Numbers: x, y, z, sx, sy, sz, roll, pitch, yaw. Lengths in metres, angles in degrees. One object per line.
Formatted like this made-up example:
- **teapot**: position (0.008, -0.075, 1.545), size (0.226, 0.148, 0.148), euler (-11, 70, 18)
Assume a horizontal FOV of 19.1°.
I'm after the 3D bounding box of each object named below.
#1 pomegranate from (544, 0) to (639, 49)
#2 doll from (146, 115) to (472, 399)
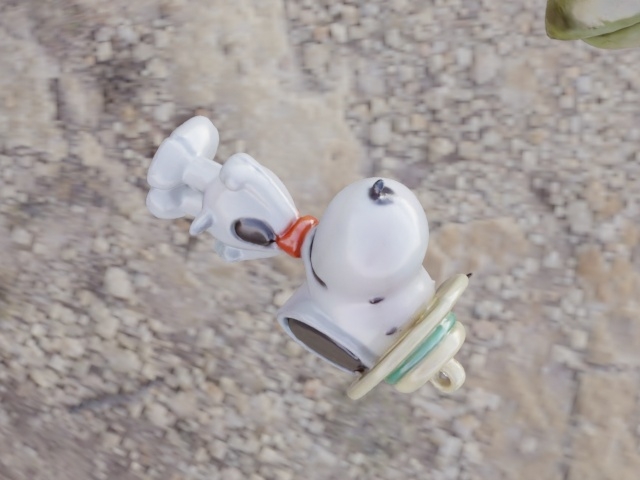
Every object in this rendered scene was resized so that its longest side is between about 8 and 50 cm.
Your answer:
- **pomegranate**: position (0.146, -0.154, 0.525), size (0.159, 0.241, 0.190), euler (-1, 90, -45)
- **doll**: position (-0.007, 0.012, 1.550), size (0.144, 0.271, 0.208), euler (-42, 133, -39)
